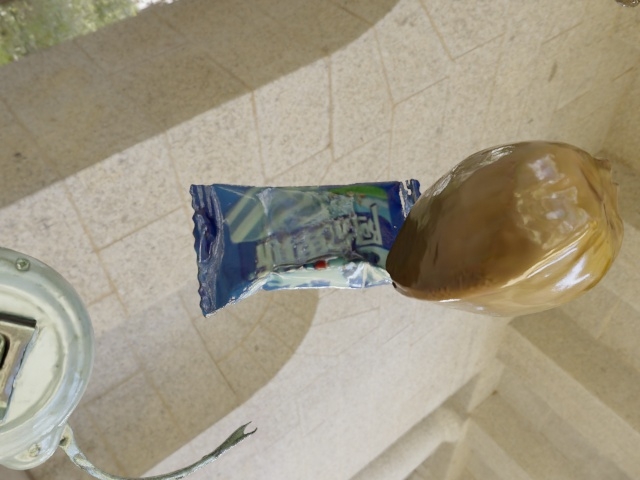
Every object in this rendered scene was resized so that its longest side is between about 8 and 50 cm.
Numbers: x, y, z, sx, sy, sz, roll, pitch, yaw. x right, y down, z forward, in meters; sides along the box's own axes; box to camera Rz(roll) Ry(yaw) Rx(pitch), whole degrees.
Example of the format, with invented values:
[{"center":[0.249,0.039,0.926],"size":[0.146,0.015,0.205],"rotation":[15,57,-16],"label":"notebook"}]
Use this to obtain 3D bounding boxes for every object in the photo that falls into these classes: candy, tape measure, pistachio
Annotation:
[{"center":[0.000,0.000,0.787],"size":[0.077,0.331,0.187],"rotation":[125,-40,-58],"label":"candy"},{"center":[-0.167,0.105,0.451],"size":[0.084,0.330,0.164],"rotation":[13,-93,59],"label":"tape measure"},{"center":[0.163,-0.001,0.601],"size":[0.260,0.212,0.163],"rotation":[-26,-86,48],"label":"pistachio"}]

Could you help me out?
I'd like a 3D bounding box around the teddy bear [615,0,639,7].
[{"center":[0.505,-0.476,0.892],"size":[0.177,0.140,0.190],"rotation":[43,-35,-22],"label":"teddy bear"}]
